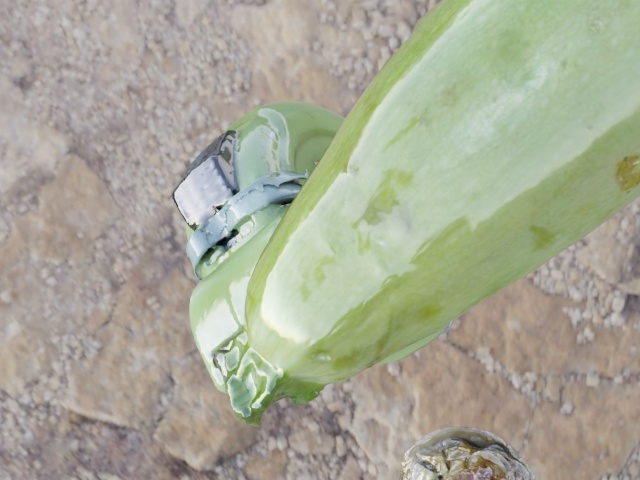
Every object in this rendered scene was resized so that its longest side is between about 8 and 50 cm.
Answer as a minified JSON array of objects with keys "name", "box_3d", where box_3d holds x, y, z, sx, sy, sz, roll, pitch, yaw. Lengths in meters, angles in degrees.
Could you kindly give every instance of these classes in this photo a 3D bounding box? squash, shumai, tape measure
[{"name":"squash","box_3d":[0.096,-0.066,0.459,0.371,0.118,0.118,-38,59,4]},{"name":"shumai","box_3d":[0.144,0.263,1.201,0.146,0.116,0.145,2,103,7]},{"name":"tape measure","box_3d":[0.000,0.000,0.611,0.087,0.177,0.154,-39,68,29]}]
